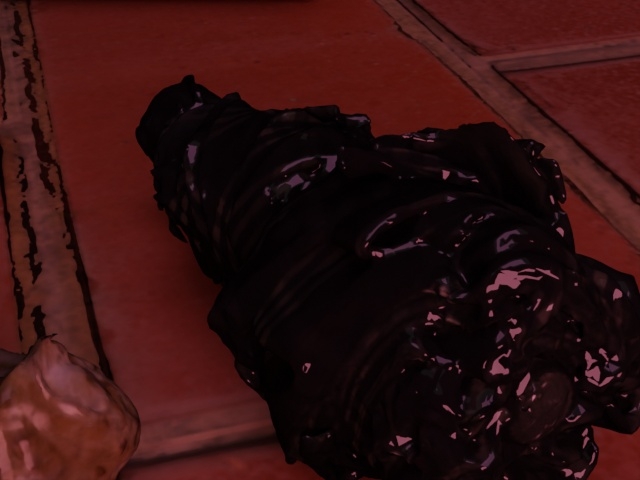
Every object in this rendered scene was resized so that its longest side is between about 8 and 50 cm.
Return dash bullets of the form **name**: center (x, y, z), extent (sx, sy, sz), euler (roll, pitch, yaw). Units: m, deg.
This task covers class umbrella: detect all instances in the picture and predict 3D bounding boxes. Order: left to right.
- **umbrella**: center (-0.003, 0.012, 0.463), extent (0.128, 0.154, 0.336), euler (26, -4, -35)

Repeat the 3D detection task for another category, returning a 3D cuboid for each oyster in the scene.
- **oyster**: center (-0.216, 0.057, 0.425), extent (0.166, 0.094, 0.294), euler (-9, 19, -42)
